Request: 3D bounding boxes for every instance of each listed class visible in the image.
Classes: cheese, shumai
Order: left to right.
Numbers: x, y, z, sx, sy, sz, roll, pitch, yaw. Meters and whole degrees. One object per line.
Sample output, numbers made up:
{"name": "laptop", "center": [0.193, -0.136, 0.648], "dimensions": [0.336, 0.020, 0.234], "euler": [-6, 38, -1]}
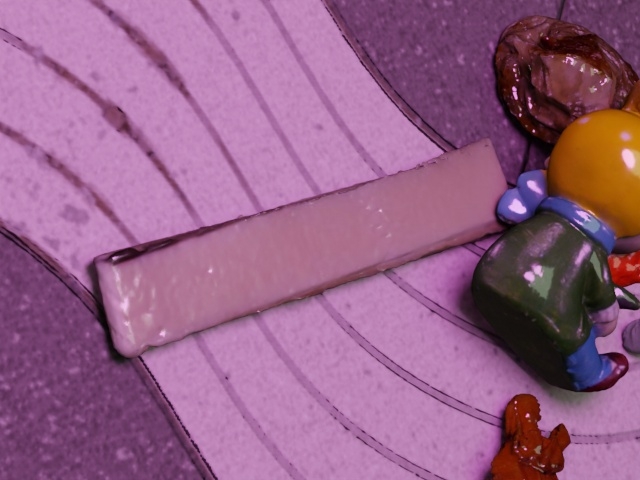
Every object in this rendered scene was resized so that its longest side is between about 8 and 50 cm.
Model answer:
{"name": "cheese", "center": [-0.001, 0.002, 1.539], "dimensions": [0.400, 0.034, 0.085], "euler": [-18, 94, -33]}
{"name": "shumai", "center": [0.228, -0.139, 1.667], "dimensions": [0.139, 0.105, 0.123], "euler": [50, 61, -15]}

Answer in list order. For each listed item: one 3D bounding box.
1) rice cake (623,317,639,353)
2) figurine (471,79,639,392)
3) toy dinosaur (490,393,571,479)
{"name": "rice cake", "center": [0.356, 0.071, 1.744], "dimensions": [0.207, 0.033, 0.033], "euler": [-10, 95, -34]}
{"name": "figurine", "center": [0.237, -0.003, 1.608], "dimensions": [0.185, 0.127, 0.234], "euler": [48, 66, -31]}
{"name": "toy dinosaur", "center": [0.201, 0.341, 1.555], "dimensions": [0.208, 0.097, 0.432], "euler": [14, 70, -17]}
